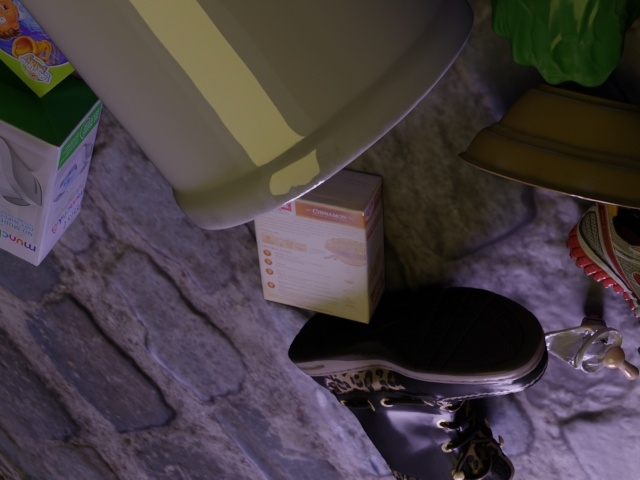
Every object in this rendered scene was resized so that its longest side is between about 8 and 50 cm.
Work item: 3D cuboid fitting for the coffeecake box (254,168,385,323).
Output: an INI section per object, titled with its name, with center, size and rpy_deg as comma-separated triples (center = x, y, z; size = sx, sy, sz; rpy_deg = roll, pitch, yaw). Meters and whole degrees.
[coffeecake box]
center = 0.000, 0.000, 1.421
size = 0.142, 0.068, 0.185
rpy_deg = 13, 136, 17

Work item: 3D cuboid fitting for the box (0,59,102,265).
[box]
center = -0.427, -0.131, 1.483
size = 0.262, 0.126, 0.231
rpy_deg = 27, 136, 1

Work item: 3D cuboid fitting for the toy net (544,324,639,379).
[toy net]
center = 0.367, 0.133, 1.328
size = 0.232, 0.045, 0.122
rpy_deg = 10, 141, -6

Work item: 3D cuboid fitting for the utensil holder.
[utensil holder]
center = -0.103, -0.258, 1.042
size = 0.328, 0.327, 0.385
rpy_deg = -20, 118, 40

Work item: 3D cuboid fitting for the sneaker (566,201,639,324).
[sneaker]
center = 0.357, 0.038, 1.216
size = 0.225, 0.088, 0.092
rpy_deg = 42, 135, 20

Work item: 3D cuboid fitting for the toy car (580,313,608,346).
[toy car]
center = 0.283, 0.106, 1.392
size = 0.122, 0.040, 0.060
rpy_deg = 1, 152, 25

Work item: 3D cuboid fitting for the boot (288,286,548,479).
[boot]
center = 0.163, 0.206, 1.471
size = 0.377, 0.138, 0.284
rpy_deg = -7, 127, 43

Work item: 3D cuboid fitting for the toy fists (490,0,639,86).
[toy fists]
center = 0.288, -0.199, 1.059
size = 0.279, 0.096, 0.142
rpy_deg = 15, 128, 17

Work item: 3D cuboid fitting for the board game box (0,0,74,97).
[board game box]
center = -0.349, -0.344, 1.267
size = 0.347, 0.078, 0.233
rpy_deg = 46, 135, -18

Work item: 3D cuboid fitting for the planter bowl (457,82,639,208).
[planter bowl]
center = 0.248, -0.099, 1.141
size = 0.217, 0.217, 0.090
rpy_deg = 15, 102, 15
